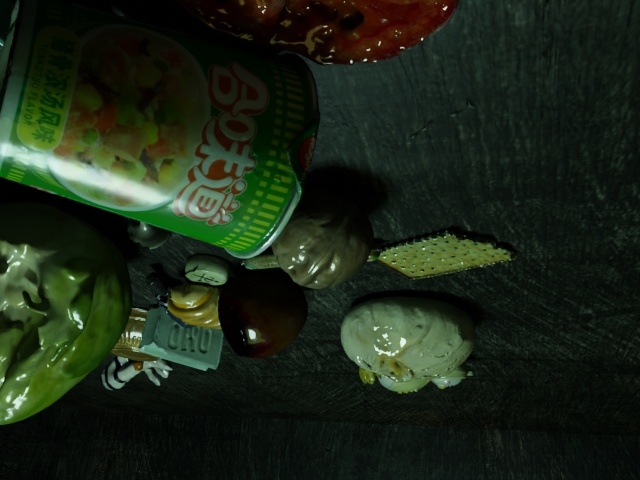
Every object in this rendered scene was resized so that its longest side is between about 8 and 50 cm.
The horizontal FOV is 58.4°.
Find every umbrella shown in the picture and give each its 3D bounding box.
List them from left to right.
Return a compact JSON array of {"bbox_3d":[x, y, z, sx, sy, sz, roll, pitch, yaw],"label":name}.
[{"bbox_3d":[-0.312,0.119,1.209,0.070,0.071,0.248,2,150,9],"label":"umbrella"}]

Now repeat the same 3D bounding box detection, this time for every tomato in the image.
[{"bbox_3d":[-0.016,-0.216,0.394,0.227,0.101,0.228,9,169,2],"label":"tomato"}]

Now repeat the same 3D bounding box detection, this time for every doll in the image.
[{"bbox_3d":[0.251,0.336,1.458,0.296,0.117,0.141,10,161,-7],"label":"doll"}]

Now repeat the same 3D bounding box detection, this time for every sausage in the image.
[{"bbox_3d":[-0.019,0.026,0.969,0.269,0.033,0.033,-5,152,22],"label":"sausage"}]

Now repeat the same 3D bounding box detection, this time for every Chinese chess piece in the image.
[{"bbox_3d":[-0.212,0.057,1.076,0.084,0.034,0.084,4,155,2],"label":"Chinese chess piece"}]

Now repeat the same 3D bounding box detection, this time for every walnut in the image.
[{"bbox_3d":[0.001,-0.001,0.798,0.140,0.140,0.162,16,143,-21],"label":"walnut"}]

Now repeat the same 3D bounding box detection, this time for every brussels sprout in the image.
[{"bbox_3d":[-0.473,0.104,0.946,0.275,0.315,0.371,31,117,5],"label":"brussels sprout"}]

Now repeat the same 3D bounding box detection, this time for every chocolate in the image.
[{"bbox_3d":[-0.107,0.135,1.093,0.176,0.177,0.177,5,154,2],"label":"chocolate"}]

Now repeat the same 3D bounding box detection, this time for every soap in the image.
[{"bbox_3d":[-0.330,0.235,1.382,0.063,0.115,0.198,-17,147,38],"label":"soap"}]

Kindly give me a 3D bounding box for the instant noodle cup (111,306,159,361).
[{"bbox_3d":[-0.470,0.253,1.478,0.273,0.091,0.274,6,155,3],"label":"instant noodle cup"}]

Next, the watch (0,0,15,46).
[{"bbox_3d":[-0.394,-0.186,0.582,0.237,0.068,0.195,-21,146,37],"label":"watch"}]

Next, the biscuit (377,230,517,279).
[{"bbox_3d":[0.195,0.024,0.937,0.203,0.016,0.144,-17,146,40],"label":"biscuit"}]

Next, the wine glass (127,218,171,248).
[{"bbox_3d":[-0.262,-0.076,0.776,0.074,0.074,0.262,5,153,1],"label":"wine glass"}]

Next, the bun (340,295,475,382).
[{"bbox_3d":[0.180,0.216,1.195,0.287,0.146,0.287,3,154,1],"label":"bun"}]

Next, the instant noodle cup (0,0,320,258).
[{"bbox_3d":[-0.149,-0.103,0.495,0.232,0.207,0.207,13,155,-33],"label":"instant noodle cup"}]

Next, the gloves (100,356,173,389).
[{"bbox_3d":[-0.554,0.377,1.744,0.218,0.131,0.140,-34,142,8],"label":"gloves"}]

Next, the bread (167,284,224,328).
[{"bbox_3d":[-0.233,0.133,1.161,0.119,0.084,0.177,1,166,22],"label":"bread"}]
